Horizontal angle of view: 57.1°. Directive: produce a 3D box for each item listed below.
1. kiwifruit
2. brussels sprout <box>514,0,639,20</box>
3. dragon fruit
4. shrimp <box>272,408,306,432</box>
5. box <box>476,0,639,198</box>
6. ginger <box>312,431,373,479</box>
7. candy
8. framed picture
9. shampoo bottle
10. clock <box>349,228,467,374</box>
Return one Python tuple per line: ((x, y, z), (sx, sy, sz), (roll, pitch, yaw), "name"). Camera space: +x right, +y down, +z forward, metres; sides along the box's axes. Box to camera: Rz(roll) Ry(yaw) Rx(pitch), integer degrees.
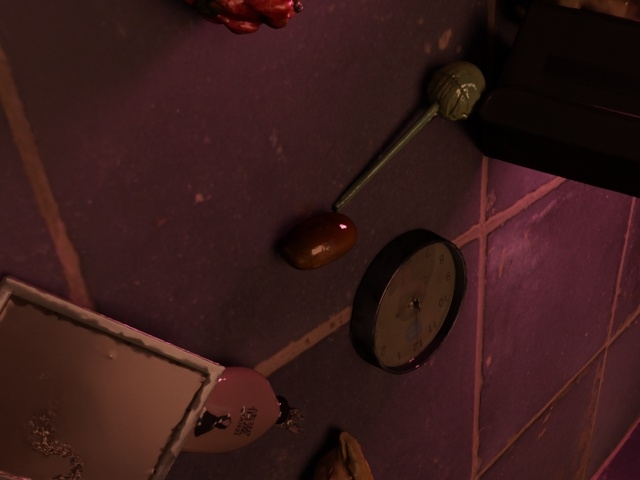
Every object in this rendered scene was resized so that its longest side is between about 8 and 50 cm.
((0.000, 0.000, 0.857), (0.124, 0.075, 0.075), (-21, 122, -32), "kiwifruit")
((0.505, -0.481, 0.993), (0.315, 0.275, 0.371), (-57, 137, -4), "brussels sprout")
((-0.078, -0.290, 0.580), (0.160, 0.172, 0.167), (-38, 130, -26), "dragon fruit")
((-0.052, 0.297, 0.977), (0.092, 0.029, 0.038), (37, 72, -52), "shrimp")
((0.467, -0.217, 0.982), (0.205, 0.345, 0.251), (-69, 160, 0), "box")
((0.044, 0.455, 1.105), (0.122, 0.115, 0.193), (-35, 141, -1), "ginger")
((0.138, -0.162, 0.937), (0.092, 0.093, 0.335), (45, 81, -1), "candy")
((-0.271, 0.187, 0.659), (0.273, 0.016, 0.216), (32, 84, -27), "framed picture")
((-0.147, 0.235, 0.814), (0.256, 0.078, 0.127), (14, 93, -45), "shampoo bottle")
((0.172, 0.118, 1.095), (0.280, 0.055, 0.281), (-19, 120, -38), "clock")
